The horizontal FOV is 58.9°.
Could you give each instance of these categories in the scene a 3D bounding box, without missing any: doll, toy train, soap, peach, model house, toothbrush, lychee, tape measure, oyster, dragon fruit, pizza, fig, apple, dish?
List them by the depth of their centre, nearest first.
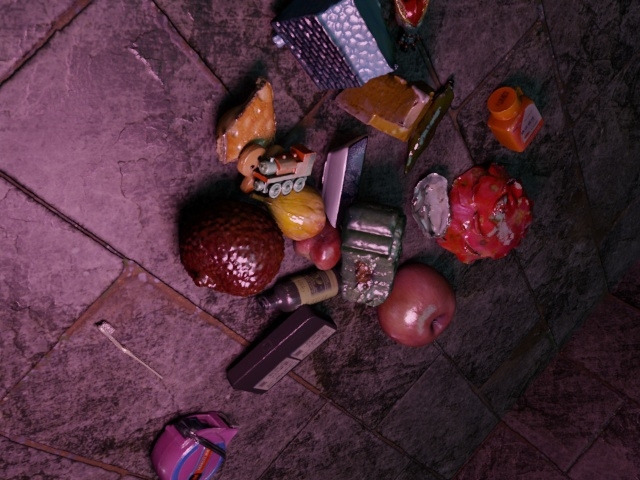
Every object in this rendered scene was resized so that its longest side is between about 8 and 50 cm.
[{"bbox_3d":[-0.186,-0.296,1.374,0.188,0.080,0.204,-34,145,-40],"label":"pizza"},{"bbox_3d":[0.032,-0.498,1.383,0.241,0.226,0.261,-22,137,22],"label":"model house"},{"bbox_3d":[-0.225,0.020,1.434,0.260,0.260,0.260,-20,128,-29],"label":"lychee"},{"bbox_3d":[-0.096,-0.177,1.438,0.176,0.074,0.118,-17,130,-47],"label":"toy train"},{"bbox_3d":[-0.095,-0.088,1.528,0.257,0.159,0.159,19,103,-48],"label":"fig"},{"bbox_3d":[-0.510,0.305,1.531,0.028,0.026,0.294,-39,135,-14],"label":"toothbrush"},{"bbox_3d":[0.260,-0.346,1.552,0.338,0.304,0.169,12,112,-43],"label":"soap"},{"bbox_3d":[0.247,-0.605,1.558,0.109,0.057,0.169,-15,140,-12],"label":"doll"},{"bbox_3d":[0.058,-0.180,1.629,0.182,0.080,0.243,-44,146,-60],"label":"dish"},{"bbox_3d":[0.000,0.000,1.681,0.152,0.152,0.152,-20,128,-29],"label":"peach"},{"bbox_3d":[-0.398,0.654,1.767,0.245,0.149,0.231,24,97,-53],"label":"tape measure"},{"bbox_3d":[0.391,-0.112,1.962,0.199,0.087,0.252,-48,129,9],"label":"oyster"},{"bbox_3d":[0.348,0.233,2.039,0.306,0.235,0.306,-22,129,-30],"label":"apple"},{"bbox_3d":[0.624,-0.078,2.078,0.386,0.249,0.371,-39,130,-17],"label":"dragon fruit"}]

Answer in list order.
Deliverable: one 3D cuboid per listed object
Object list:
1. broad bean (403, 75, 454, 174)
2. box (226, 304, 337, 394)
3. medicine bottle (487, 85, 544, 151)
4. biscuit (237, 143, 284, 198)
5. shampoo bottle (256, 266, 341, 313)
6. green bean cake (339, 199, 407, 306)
[{"bbox_3d":[0.336,-0.362,1.776,0.077,0.061,0.339,16,106,-56],"label":"broad bean"},{"bbox_3d":[-0.118,0.351,1.795,0.350,0.058,0.211,-42,149,6],"label":"box"},{"bbox_3d":[0.668,-0.428,1.971,0.149,0.112,0.222,-54,136,2],"label":"medicine bottle"},{"bbox_3d":[-0.144,-0.179,1.467,0.153,0.030,0.234,-51,158,-2],"label":"biscuit"},{"bbox_3d":[-0.068,0.159,1.747,0.284,0.101,0.101,-17,126,-31],"label":"shampoo bottle"},{"bbox_3d":[0.155,0.041,1.689,0.300,0.169,0.308,-20,121,-76],"label":"green bean cake"}]
